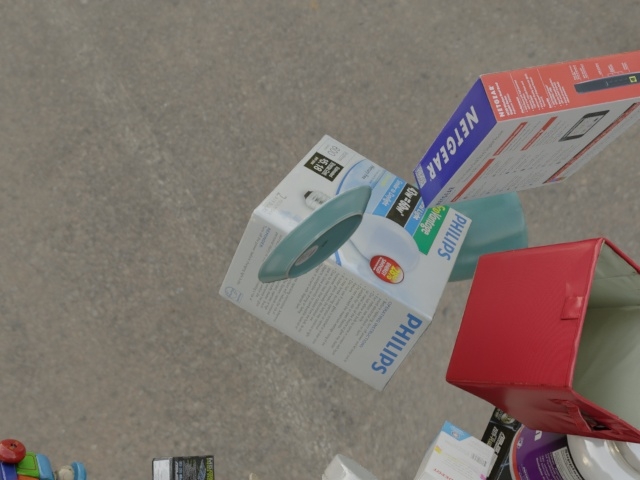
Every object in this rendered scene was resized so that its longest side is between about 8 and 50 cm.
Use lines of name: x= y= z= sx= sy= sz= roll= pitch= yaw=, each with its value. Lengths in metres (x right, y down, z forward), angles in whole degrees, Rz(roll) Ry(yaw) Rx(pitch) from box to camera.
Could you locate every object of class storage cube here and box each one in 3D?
storage cube: x=0.303 y=0.129 z=0.856 sx=0.193 sy=0.183 sz=0.215 roll=-12 pitch=52 yaw=56

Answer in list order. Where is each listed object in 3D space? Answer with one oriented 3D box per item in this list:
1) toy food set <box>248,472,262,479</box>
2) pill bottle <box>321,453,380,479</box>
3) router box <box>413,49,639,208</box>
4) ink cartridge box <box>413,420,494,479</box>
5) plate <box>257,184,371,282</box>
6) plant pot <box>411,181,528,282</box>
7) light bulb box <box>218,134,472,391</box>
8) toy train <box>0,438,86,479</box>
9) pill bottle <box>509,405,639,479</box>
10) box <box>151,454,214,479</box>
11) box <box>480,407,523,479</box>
toy food set: x=-0.068 y=0.440 z=1.011 sx=0.038 sy=0.132 sz=0.192 roll=-30 pitch=26 yaw=18
pill bottle: x=0.003 y=0.683 z=1.538 sx=0.204 sy=0.204 sz=0.361 roll=34 pitch=85 yaw=25
router box: x=0.352 y=-0.177 z=1.159 sx=0.301 sy=0.335 sz=0.082 roll=-11 pitch=73 yaw=-15
ink cartridge box: x=0.202 y=0.380 z=1.084 sx=0.092 sy=0.090 sz=0.143 roll=30 pitch=35 yaw=12
plate: x=0.000 y=0.000 z=0.886 sx=0.188 sy=0.188 sz=0.024 roll=-37 pitch=77 yaw=-12
plant pot: x=0.304 y=-0.035 z=1.608 sx=0.235 sy=0.293 sz=0.293 roll=-19 pitch=59 yaw=-10
light bulb box: x=0.061 y=0.031 z=1.343 sx=0.361 sy=0.225 sz=0.358 roll=31 pitch=39 yaw=3
toy train: x=-0.381 y=0.388 z=0.943 sx=0.248 sy=0.143 sz=0.105 roll=40 pitch=104 yaw=51
pill bottle: x=0.414 y=0.308 z=0.998 sx=0.181 sy=0.323 sz=0.181 roll=4 pitch=62 yaw=-7
box: x=-0.332 y=0.671 z=1.685 sx=0.060 sy=0.216 sz=0.270 roll=-10 pitch=72 yaw=16
box: x=0.441 y=0.452 z=1.536 sx=0.077 sy=0.147 sz=0.180 roll=32 pitch=103 yaw=54
